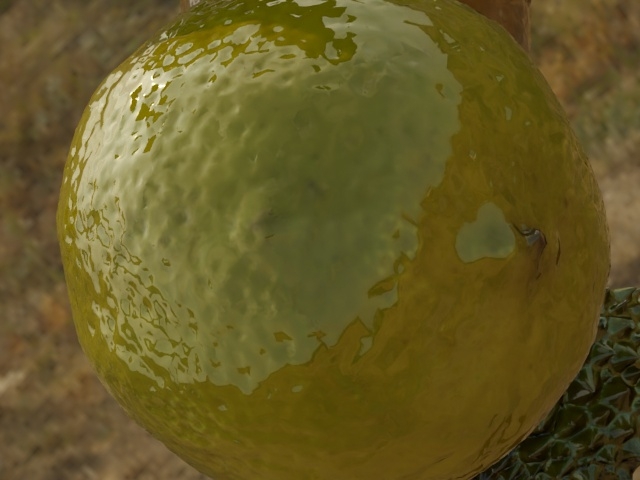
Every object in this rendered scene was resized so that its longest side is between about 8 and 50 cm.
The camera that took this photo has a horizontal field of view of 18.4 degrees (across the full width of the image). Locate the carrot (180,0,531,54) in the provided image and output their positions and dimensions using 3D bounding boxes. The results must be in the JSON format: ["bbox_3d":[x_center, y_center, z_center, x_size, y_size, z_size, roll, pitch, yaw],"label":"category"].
[{"bbox_3d":[0.015,-0.200,1.274,0.224,0.224,0.341,-15,76,34],"label":"carrot"}]

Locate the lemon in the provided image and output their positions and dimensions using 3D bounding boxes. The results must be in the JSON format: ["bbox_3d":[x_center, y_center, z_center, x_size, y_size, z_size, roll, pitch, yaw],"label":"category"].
[{"bbox_3d":[0.000,0.000,0.658,0.203,0.178,0.178,6,57,55],"label":"lemon"}]

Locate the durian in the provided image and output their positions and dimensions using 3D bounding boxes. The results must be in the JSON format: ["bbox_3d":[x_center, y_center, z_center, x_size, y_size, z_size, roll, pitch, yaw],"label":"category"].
[{"bbox_3d":[0.176,0.137,1.647,0.306,0.172,0.166,-35,10,-1],"label":"durian"}]
